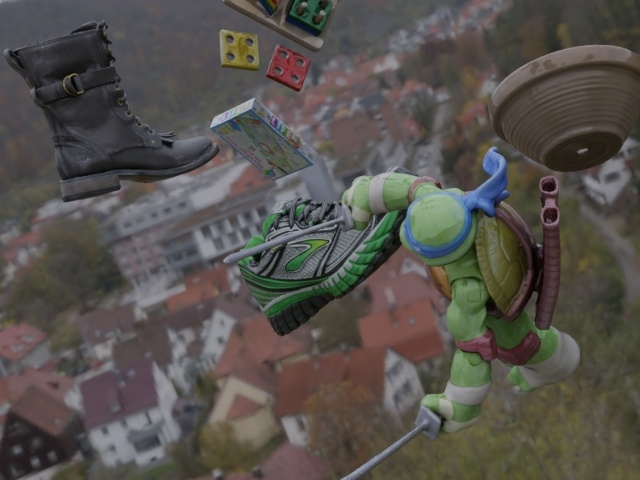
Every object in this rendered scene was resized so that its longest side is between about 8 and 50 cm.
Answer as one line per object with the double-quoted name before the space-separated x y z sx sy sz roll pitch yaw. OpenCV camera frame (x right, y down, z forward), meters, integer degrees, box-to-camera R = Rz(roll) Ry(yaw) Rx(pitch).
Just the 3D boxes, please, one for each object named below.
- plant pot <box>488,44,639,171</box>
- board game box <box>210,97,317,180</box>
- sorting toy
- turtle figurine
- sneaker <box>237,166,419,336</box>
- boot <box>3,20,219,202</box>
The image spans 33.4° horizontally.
"plant pot" 0.375 -0.177 1.576 0.237 0.109 0.237 -7 -26 -4
"board game box" -0.095 -0.166 1.783 0.103 0.154 0.026 -18 43 41
"sorting toy" -0.036 -0.312 1.301 0.046 0.132 0.274 -39 28 62
"turtle figurine" 0.083 0.050 0.850 0.274 0.198 0.266 -55 -36 8
"sneaker" 0.000 0.000 1.355 0.343 0.146 0.134 -37 4 44
"boot" -0.272 -0.185 1.438 0.263 0.229 0.091 -17 5 -35
